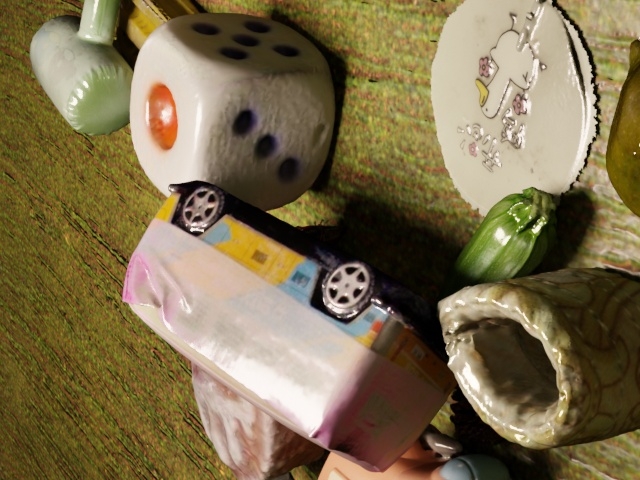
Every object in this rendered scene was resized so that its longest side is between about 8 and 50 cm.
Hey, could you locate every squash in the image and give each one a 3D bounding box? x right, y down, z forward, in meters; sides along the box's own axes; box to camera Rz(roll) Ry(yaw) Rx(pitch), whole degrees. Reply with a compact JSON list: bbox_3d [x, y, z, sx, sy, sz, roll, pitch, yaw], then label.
[{"bbox_3d":[0.166,0.027,1.127,0.219,0.068,0.077,117,178,-47],"label":"squash"}]

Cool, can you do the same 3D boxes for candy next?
[{"bbox_3d":[-0.072,0.152,1.451,0.214,0.157,0.290,25,124,59],"label":"candy"}]

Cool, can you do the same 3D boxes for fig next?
[{"bbox_3d":[0.287,-0.097,0.898,0.126,0.185,0.133,8,139,19],"label":"fig"}]

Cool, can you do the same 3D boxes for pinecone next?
[{"bbox_3d":[0.163,0.162,1.166,0.077,0.077,0.083,-47,48,51],"label":"pinecone"}]

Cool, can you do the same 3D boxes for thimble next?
[{"bbox_3d":[0.203,0.095,1.018,0.190,0.143,0.138,35,127,48],"label":"thimble"}]

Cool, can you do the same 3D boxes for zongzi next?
[{"bbox_3d":[0.000,0.000,1.408,0.083,0.073,0.067,43,-149,-77],"label":"zongzi"}]

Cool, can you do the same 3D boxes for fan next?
[{"bbox_3d":[0.194,-0.199,1.081,0.233,0.012,0.415,49,137,38],"label":"fan"}]

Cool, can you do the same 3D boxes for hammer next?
[{"bbox_3d":[-0.306,-0.326,1.616,0.206,0.118,0.336,45,129,43],"label":"hammer"}]

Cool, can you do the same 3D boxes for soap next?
[{"bbox_3d":[-0.212,-0.269,1.639,0.233,0.076,0.135,47,135,43],"label":"soap"}]

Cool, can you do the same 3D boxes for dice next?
[{"bbox_3d":[-0.107,-0.153,1.397,0.194,0.191,0.193,42,130,43],"label":"dice"}]

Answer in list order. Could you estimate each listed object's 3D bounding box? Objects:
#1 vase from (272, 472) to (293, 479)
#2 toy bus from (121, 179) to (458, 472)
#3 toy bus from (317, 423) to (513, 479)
[{"bbox_3d":[-0.146,0.377,1.541,0.115,0.237,0.116,18,112,54],"label":"vase"},{"bbox_3d":[-0.050,0.080,1.194,0.386,0.171,0.162,28,76,41],"label":"toy bus"},{"bbox_3d":[0.108,0.307,1.199,0.287,0.194,0.232,21,103,54],"label":"toy bus"}]
